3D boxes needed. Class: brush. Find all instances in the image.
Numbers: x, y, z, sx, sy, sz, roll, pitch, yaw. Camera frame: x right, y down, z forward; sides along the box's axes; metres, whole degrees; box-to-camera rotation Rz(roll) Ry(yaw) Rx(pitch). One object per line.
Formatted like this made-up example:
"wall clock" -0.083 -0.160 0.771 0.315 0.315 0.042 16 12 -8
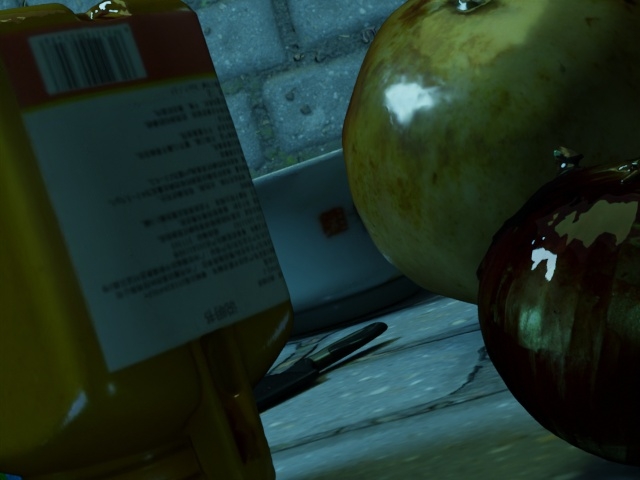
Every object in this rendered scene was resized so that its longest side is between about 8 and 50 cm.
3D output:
"brush" -0.017 0.095 0.798 0.193 0.016 0.063 -21 4 -44

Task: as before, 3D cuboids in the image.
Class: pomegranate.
"pomegranate" 0.152 -0.063 0.765 0.229 0.270 0.252 21 65 45

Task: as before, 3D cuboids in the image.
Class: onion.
"onion" 0.115 0.022 0.369 0.117 0.119 0.118 -24 5 -30

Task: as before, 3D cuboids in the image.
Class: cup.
"cup" 0.000 0.000 1.145 0.347 0.163 0.347 -18 3 1

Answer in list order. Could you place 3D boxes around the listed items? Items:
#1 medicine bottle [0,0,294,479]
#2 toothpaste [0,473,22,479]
"medicine bottle" -0.096 0.027 0.453 0.149 0.222 0.112 -16 2 45
"toothpaste" -0.139 0.113 0.729 0.050 0.065 0.266 -17 3 15
